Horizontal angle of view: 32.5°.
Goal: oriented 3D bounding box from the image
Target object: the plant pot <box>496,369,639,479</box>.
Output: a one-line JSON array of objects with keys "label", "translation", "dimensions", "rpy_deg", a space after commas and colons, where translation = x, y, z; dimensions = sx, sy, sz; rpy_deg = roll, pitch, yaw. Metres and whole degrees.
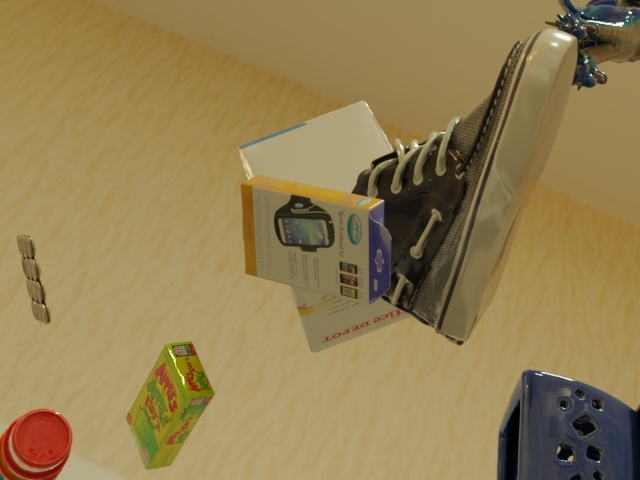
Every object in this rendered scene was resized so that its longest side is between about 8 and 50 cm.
[{"label": "plant pot", "translation": [0.365, 0.340, 1.536], "dimensions": [0.212, 0.236, 0.236], "rpy_deg": [7, -30, 3]}]

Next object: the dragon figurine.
[{"label": "dragon figurine", "translation": [0.299, -0.243, 1.233], "dimensions": [0.144, 0.289, 0.085], "rpy_deg": [1, -64, -5]}]

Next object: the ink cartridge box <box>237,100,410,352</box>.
[{"label": "ink cartridge box", "translation": [0.026, -0.014, 1.572], "dimensions": [0.198, 0.197, 0.270], "rpy_deg": [-20, -41, -4]}]

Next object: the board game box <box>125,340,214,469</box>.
[{"label": "board game box", "translation": [-0.215, 0.234, 1.547], "dimensions": [0.181, 0.043, 0.092], "rpy_deg": [-58, -132, 38]}]

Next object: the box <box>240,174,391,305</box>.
[{"label": "box", "translation": [0.000, 0.000, 0.863], "dimensions": [0.136, 0.028, 0.081], "rpy_deg": [13, -63, 29]}]

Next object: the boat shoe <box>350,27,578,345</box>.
[{"label": "boat shoe", "translation": [0.109, -0.058, 0.993], "dimensions": [0.158, 0.127, 0.340], "rpy_deg": [26, -49, 14]}]

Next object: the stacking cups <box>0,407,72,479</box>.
[{"label": "stacking cups", "translation": [-0.343, 0.247, 1.289], "dimensions": [0.096, 0.096, 0.316], "rpy_deg": [35, -29, -5]}]

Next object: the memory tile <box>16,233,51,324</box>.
[{"label": "memory tile", "translation": [-0.465, 0.062, 1.782], "dimensions": [0.113, 0.012, 0.148], "rpy_deg": [0, -77, 65]}]
